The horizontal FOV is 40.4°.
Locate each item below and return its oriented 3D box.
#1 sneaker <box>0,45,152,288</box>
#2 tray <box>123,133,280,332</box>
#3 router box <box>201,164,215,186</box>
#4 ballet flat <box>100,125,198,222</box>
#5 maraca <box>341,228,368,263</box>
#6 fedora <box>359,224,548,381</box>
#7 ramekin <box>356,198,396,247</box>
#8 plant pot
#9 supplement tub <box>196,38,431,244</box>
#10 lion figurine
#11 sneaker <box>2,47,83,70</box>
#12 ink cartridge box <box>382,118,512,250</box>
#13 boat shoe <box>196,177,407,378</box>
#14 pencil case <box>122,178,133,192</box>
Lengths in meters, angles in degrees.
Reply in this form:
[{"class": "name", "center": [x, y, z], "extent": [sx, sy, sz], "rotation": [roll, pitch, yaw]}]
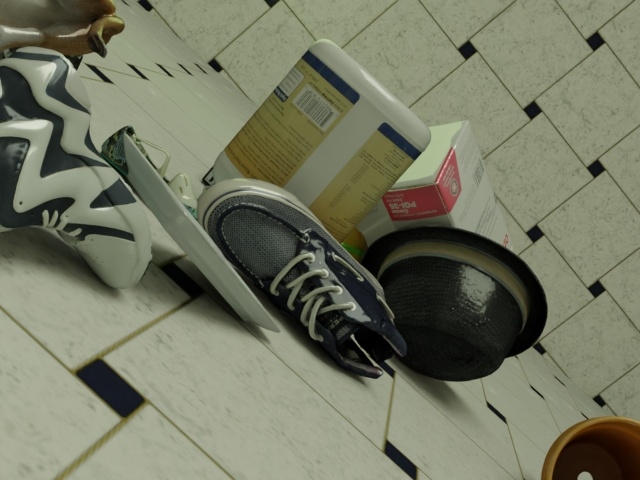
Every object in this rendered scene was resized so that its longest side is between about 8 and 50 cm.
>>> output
[{"class": "sneaker", "center": [-0.238, -0.024, 0.721], "extent": [0.094, 0.153, 0.235], "rotation": [16, -45, 30]}, {"class": "tray", "center": [-0.133, 0.007, 0.957], "extent": [0.145, 0.030, 0.270], "rotation": [47, -7, 35]}, {"class": "router box", "center": [-0.135, -0.089, 1.556], "extent": [0.133, 0.046, 0.179], "rotation": [41, 9, -5]}, {"class": "ballet flat", "center": [-0.209, -0.080, 1.142], "extent": [0.188, 0.070, 0.070], "rotation": [43, 9, 5]}, {"class": "maraca", "center": [0.000, 0.000, 1.567], "extent": [0.185, 0.099, 0.127], "rotation": [18, -6, 9]}, {"class": "fedora", "center": [0.206, 0.130, 1.464], "extent": [0.334, 0.334, 0.152], "rotation": [40, 42, -12]}, {"class": "ramekin", "center": [0.089, -0.061, 1.690], "extent": [0.277, 0.277, 0.135], "rotation": [45, 18, 22]}, {"class": "plant pot", "center": [0.435, 0.377, 1.351], "extent": [0.205, 0.205, 0.188], "rotation": [43, -6, 9]}, {"class": "supplement tub", "center": [-0.016, -0.112, 1.295], "extent": [0.228, 0.316, 0.228], "rotation": [41, 9, -8]}, {"class": "lion figurine", "center": [-0.362, -0.282, 1.023], "extent": [0.392, 0.142, 0.240], "rotation": [27, 11, 12]}, {"class": "sneaker", "center": [-0.363, -0.252, 1.162], "extent": [0.078, 0.106, 0.234], "rotation": [37, 10, -35]}, {"class": "ink cartridge box", "center": [0.233, -0.039, 1.557], "extent": [0.283, 0.117, 0.207], "rotation": [63, 37, -29]}, {"class": "boat shoe", "center": [-0.012, 0.054, 1.141], "extent": [0.340, 0.127, 0.158], "rotation": [35, 16, -34]}, {"class": "pencil case", "center": [-0.251, -0.056, 0.841], "extent": [0.151, 0.064, 0.070], "rotation": [31, 17, -53]}]
